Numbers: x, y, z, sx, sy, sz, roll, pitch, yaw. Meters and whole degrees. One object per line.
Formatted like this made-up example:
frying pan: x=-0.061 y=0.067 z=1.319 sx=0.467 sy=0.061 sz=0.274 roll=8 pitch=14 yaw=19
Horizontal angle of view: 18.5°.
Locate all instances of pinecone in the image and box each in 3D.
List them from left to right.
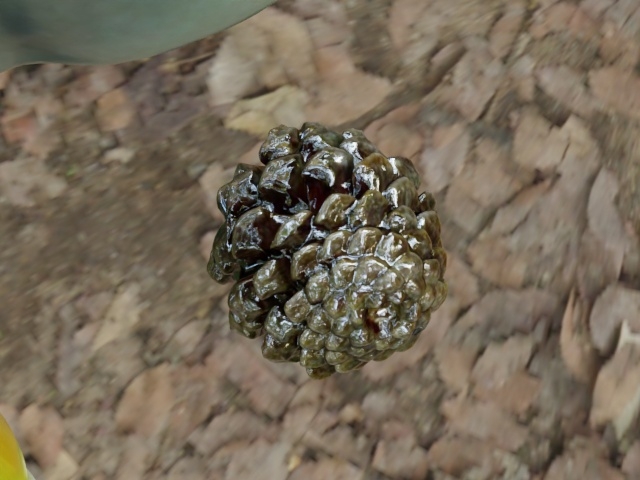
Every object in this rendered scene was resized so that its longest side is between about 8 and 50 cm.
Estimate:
pinecone: x=0.002 y=-0.002 z=1.478 sx=0.204 sy=0.179 sz=0.184 roll=63 pitch=146 yaw=36

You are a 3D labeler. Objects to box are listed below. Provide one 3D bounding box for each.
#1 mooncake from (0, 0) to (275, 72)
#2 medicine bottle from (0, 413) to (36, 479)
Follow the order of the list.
mooncake: x=-0.102 y=-0.169 z=0.614 sx=0.275 sy=0.135 sz=0.275 roll=-4 pitch=62 yaw=7
medicine bottle: x=-0.297 y=0.167 z=1.228 sx=0.224 sy=0.224 sz=0.384 roll=-25 pitch=131 yaw=14
